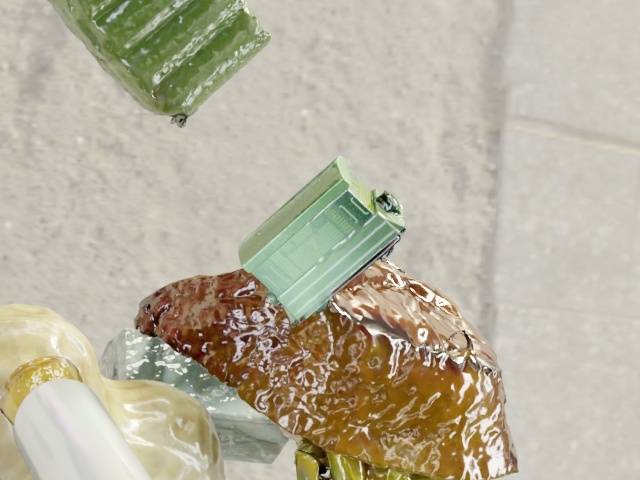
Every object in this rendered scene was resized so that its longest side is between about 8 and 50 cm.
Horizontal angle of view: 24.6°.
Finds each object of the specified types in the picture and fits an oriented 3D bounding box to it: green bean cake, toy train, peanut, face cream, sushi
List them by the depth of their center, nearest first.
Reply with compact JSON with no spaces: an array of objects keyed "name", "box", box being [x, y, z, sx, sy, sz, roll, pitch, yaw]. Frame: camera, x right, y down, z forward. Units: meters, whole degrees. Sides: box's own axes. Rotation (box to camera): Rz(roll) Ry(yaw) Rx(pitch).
[{"name":"face cream","box":[-0.110,0.130,0.740,0.051,0.182,0.072,-25,136,-16]},{"name":"toy train","box":[0.000,0.000,0.796,0.093,0.038,0.056,-41,112,18]},{"name":"peanut","box":[-0.156,0.135,0.992,0.136,0.120,0.298,-42,139,1]},{"name":"sushi","box":[0.023,0.110,1.081,0.296,0.167,0.179,22,112,-41]},{"name":"green bean cake","box":[-0.192,-0.262,1.446,0.156,0.250,0.247,-41,121,-2]}]

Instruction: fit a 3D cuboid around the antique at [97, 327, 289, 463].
[{"name":"antique","box":[-0.120,0.146,1.367,0.183,0.088,0.086,8,52,-19]}]
